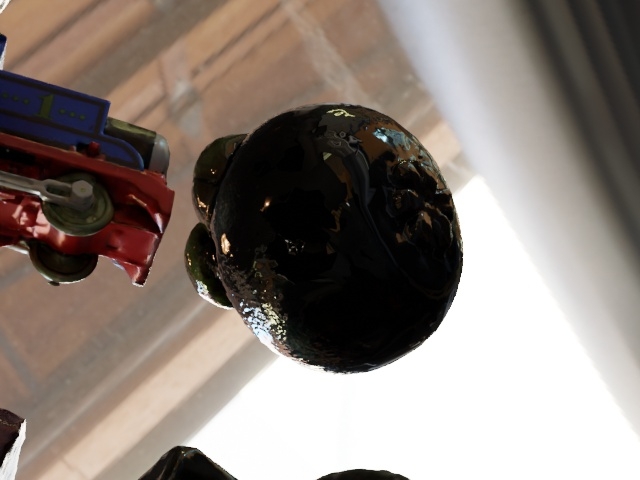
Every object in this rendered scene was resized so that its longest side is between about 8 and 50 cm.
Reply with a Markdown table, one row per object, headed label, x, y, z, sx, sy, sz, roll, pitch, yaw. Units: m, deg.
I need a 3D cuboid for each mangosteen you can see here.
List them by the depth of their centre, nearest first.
| label | x | y | z | sx | sy | sz | roll | pitch | yaw |
| --- | --- | --- | --- | --- | --- | --- | --- | --- | --- |
| mangosteen | 0.000 | 0.000 | 1.086 | 0.243 | 0.243 | 0.243 | -42 | -18 | -17 |

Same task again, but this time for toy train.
| label | x | y | z | sx | sy | sz | roll | pitch | yaw |
| --- | --- | --- | --- | --- | --- | --- | --- | --- | --- |
| toy train | -0.188 | -0.054 | 0.806 | 0.082 | 0.204 | 0.131 | 119 | 164 | -50 |

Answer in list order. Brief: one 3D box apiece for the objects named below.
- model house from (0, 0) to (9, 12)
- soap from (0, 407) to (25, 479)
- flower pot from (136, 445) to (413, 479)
| label | x | y | z | sx | sy | sz | roll | pitch | yaw |
| --- | --- | --- | --- | --- | --- | --- | --- | --- | --- |
| model house | -0.205 | -0.179 | 0.629 | 0.173 | 0.239 | 0.268 | 45 | -121 | -37 |
| soap | -0.237 | 0.188 | 0.692 | 0.162 | 0.099 | 0.250 | -67 | 1 | -46 |
| flower pot | -0.022 | 0.256 | 0.605 | 0.299 | 0.283 | 0.299 | -36 | 25 | 19 |
